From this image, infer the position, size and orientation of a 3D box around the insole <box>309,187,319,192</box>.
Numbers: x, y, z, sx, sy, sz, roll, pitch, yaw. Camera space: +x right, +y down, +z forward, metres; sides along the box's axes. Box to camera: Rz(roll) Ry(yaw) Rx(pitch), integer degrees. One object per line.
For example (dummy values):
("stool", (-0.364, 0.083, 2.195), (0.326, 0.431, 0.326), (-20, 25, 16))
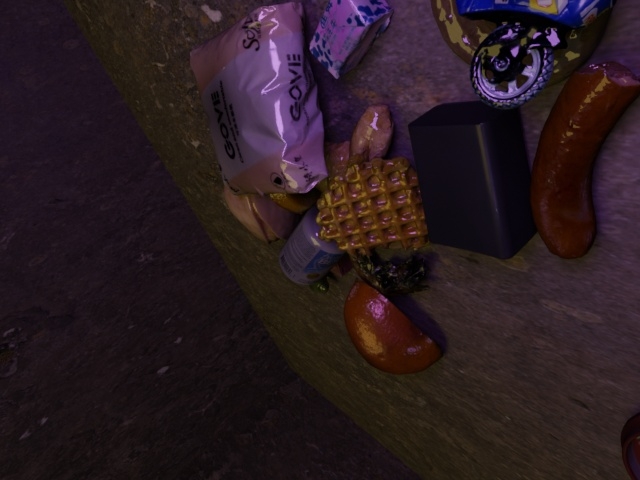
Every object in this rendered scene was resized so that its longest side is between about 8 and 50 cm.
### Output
("insole", (-0.019, -0.145, 1.080), (0.053, 0.152, 0.002), (55, 136, 20))

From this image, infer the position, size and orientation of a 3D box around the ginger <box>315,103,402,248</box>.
("ginger", (0.054, -0.139, 0.987), (0.363, 0.122, 0.348), (10, 126, 43))

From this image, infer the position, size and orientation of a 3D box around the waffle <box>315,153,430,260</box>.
("waffle", (0.125, -0.053, 0.878), (0.291, 0.051, 0.291), (5, 129, 6))

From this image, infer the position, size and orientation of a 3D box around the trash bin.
("trash bin", (0.248, -0.102, 0.691), (0.165, 0.115, 0.226), (18, 138, 51))

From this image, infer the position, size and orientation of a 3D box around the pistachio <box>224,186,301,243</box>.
("pistachio", (-0.164, -0.122, 1.284), (0.321, 0.229, 0.238), (67, -162, -58))

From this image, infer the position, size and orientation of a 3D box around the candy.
("candy", (0.048, -0.364, 0.726), (0.092, 0.073, 0.160), (51, 157, -2))

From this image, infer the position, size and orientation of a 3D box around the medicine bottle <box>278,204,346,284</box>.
("medicine bottle", (0.000, 0.000, 1.174), (0.157, 0.157, 0.289), (48, 140, 7))

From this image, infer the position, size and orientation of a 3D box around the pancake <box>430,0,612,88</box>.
("pancake", (0.229, -0.297, 0.519), (0.242, 0.050, 0.242), (41, 154, 25))

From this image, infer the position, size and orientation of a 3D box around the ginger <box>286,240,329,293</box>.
("ginger", (-0.044, 0.067, 1.494), (0.137, 0.089, 0.290), (-83, -29, -73))

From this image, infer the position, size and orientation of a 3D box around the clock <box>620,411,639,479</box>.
("clock", (0.678, 0.412, 0.690), (0.318, 0.080, 0.318), (43, 153, 29))

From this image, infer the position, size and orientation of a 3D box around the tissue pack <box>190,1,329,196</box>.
("tissue pack", (-0.134, -0.287, 0.933), (0.390, 0.195, 0.376), (3, 105, 53))

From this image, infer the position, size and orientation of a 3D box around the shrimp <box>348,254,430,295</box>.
("shrimp", (0.163, 0.049, 1.134), (0.233, 0.071, 0.365), (58, 162, -2))

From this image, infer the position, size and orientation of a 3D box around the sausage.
("sausage", (0.342, -0.096, 0.567), (0.103, 0.076, 0.302), (32, 150, 39))

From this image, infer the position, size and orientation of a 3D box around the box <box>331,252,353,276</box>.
("box", (0.030, 0.043, 1.368), (0.156, 0.060, 0.111), (26, 144, 47))

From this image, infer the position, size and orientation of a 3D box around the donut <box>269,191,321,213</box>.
("donut", (-0.064, -0.158, 1.125), (0.065, 0.178, 0.162), (-8, 79, 43))

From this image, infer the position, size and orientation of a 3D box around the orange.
("orange", (0.214, 0.270, 1.267), (0.310, 0.274, 0.274), (14, 158, -10))

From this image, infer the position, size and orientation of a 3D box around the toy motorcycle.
("toy motorcycle", (0.200, -0.298, 0.401), (0.169, 0.113, 0.315), (-9, 98, 42))
